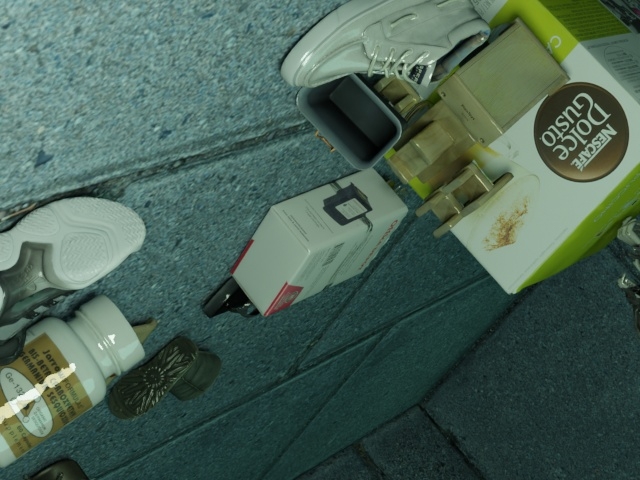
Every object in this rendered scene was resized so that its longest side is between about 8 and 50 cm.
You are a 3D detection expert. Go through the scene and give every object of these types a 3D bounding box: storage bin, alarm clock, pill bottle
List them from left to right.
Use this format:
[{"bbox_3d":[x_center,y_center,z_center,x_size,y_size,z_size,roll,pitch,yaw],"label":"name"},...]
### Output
[{"bbox_3d":[-0.345,0.172,1.616,0.229,0.131,0.131,-35,163,-19],"label":"pill bottle"},{"bbox_3d":[-0.458,0.433,2.182,0.129,0.064,0.192,-39,162,-3],"label":"alarm clock"},{"bbox_3d":[0.045,-0.159,1.627,0.098,0.135,0.091,-46,173,20],"label":"storage bin"}]

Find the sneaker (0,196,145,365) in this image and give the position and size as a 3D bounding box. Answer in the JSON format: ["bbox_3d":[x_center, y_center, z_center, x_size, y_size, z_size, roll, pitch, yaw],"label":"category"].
[{"bbox_3d":[-0.323,0.050,1.411,0.268,0.101,0.153,-26,160,-24],"label":"sneaker"}]

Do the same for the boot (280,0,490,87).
[{"bbox_3d":[0.085,-0.230,1.521,0.258,0.123,0.095,-34,163,-19],"label":"boot"}]

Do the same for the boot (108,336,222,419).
[{"bbox_3d":[-0.257,0.241,2.135,0.189,0.076,0.208,-36,170,-6],"label":"boot"}]

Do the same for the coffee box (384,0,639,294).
[{"bbox_3d":[0.349,-0.176,1.876,0.338,0.334,0.338,-18,153,-53],"label":"coffee box"}]

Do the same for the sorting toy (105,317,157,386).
[{"bbox_3d":[-0.383,0.238,1.870,0.307,0.041,0.229,-49,162,28],"label":"sorting toy"}]

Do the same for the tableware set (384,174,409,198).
[{"bbox_3d":[0.091,-0.069,2.157,0.104,0.024,0.154,-40,165,10],"label":"tableware set"}]

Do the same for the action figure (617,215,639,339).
[{"bbox_3d":[0.516,0.010,1.907,0.276,0.141,0.164,-59,167,3],"label":"action figure"}]

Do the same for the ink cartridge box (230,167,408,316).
[{"bbox_3d":[0.000,0.000,1.987,0.237,0.100,0.172,-23,157,-43],"label":"ink cartridge box"}]

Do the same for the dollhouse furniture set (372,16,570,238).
[{"bbox_3d":[0.190,-0.165,1.700,0.161,0.212,0.242,-40,-179,-35],"label":"dollhouse furniture set"}]

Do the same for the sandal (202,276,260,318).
[{"bbox_3d":[-0.093,0.082,2.078,0.254,0.054,0.097,-17,152,-54],"label":"sandal"}]
